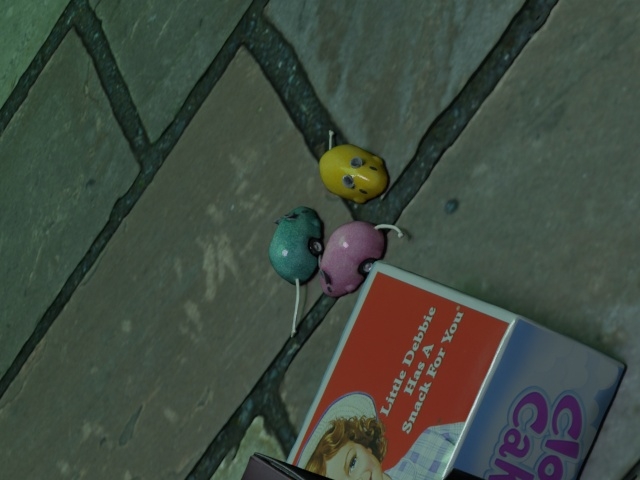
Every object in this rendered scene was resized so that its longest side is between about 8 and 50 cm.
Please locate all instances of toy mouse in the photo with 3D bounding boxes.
[{"bbox_3d":[0.000,0.000,1.274,0.143,0.031,0.161,-63,32,5],"label":"toy mouse"}]

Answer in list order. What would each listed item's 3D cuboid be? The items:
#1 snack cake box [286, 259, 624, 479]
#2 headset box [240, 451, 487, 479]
[{"bbox_3d":[0.049,0.159,1.044,0.152,0.089,0.264,22,87,60],"label":"snack cake box"},{"bbox_3d":[0.027,0.253,0.891,0.110,0.218,0.293,22,88,57],"label":"headset box"}]
